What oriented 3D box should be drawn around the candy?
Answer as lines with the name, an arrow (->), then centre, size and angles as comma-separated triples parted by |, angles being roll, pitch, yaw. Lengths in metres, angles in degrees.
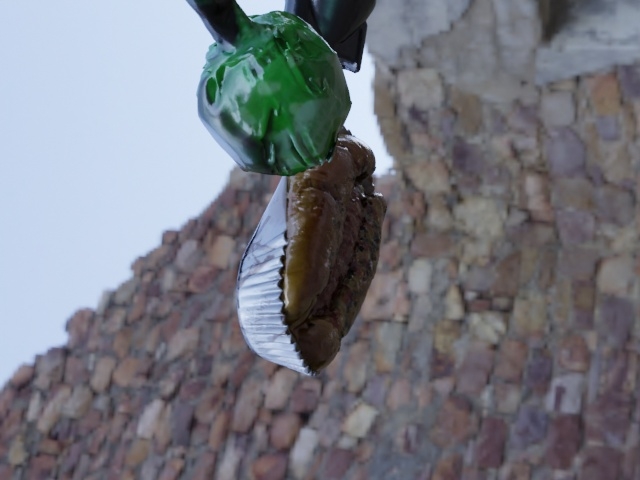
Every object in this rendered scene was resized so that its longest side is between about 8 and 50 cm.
candy -> -0.075, -0.154, 0.619 | 0.323, 0.097, 0.097 | 54, -137, -44

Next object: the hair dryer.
hair dryer -> 0.089, -0.328, 1.276 | 0.116, 0.302, 0.244 | 20, -108, -47

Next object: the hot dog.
hot dog -> 0.000, 0.000, 0.956 | 0.268, 0.075, 0.144 | -66, -32, -50
